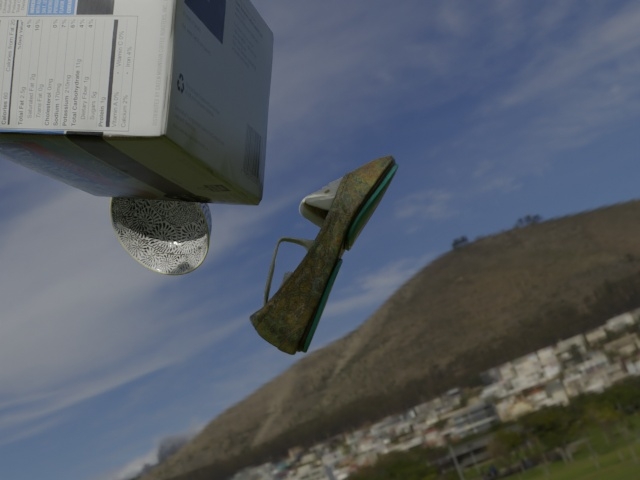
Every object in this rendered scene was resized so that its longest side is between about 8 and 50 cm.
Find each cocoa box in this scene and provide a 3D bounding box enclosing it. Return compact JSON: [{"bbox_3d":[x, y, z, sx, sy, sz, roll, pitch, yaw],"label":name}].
[{"bbox_3d":[-0.207,-0.181,1.015,0.228,0.231,0.347,2,-7,12],"label":"cocoa box"}]

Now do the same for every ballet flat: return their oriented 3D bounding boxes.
[{"bbox_3d":[0.000,0.000,1.392,0.348,0.123,0.123,-63,-10,-14],"label":"ballet flat"}]

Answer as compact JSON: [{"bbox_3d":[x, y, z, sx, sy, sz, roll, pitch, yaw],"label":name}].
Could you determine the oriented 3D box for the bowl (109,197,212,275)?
[{"bbox_3d":[-0.227,-0.040,1.408,0.170,0.170,0.080,-32,12,34],"label":"bowl"}]
